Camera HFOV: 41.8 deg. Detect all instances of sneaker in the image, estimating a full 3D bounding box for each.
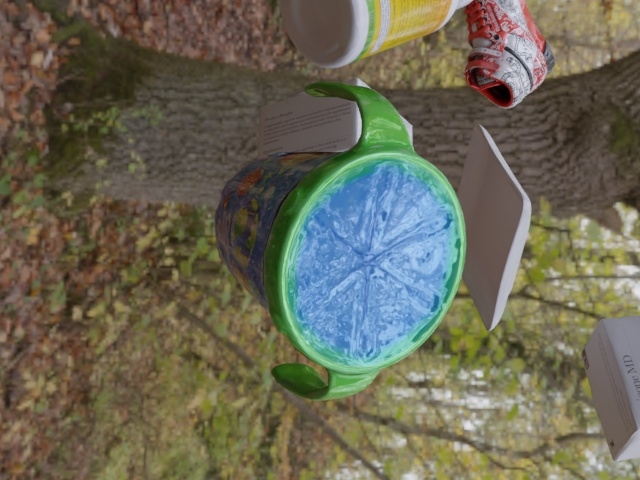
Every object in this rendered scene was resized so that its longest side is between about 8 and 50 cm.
[{"bbox_3d":[0.284,-0.355,1.423,0.270,0.145,0.090,52,-25,-17],"label":"sneaker"}]

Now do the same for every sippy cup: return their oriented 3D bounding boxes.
[{"bbox_3d":[0.000,0.000,0.919,0.305,0.240,0.224,-54,-146,-10],"label":"sippy cup"}]

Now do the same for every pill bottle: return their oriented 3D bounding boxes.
[{"bbox_3d":[0.083,-0.306,1.019,0.136,0.245,0.136,31,-45,37],"label":"pill bottle"}]

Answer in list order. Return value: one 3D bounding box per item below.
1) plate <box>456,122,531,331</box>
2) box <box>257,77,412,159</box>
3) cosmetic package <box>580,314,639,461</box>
[{"bbox_3d":[0.304,-0.027,1.493,0.277,0.045,0.278,-102,-165,-54],"label":"plate"},{"bbox_3d":[0.025,-0.141,1.287,0.182,0.181,0.119,28,58,-52],"label":"box"},{"bbox_3d":[0.679,0.241,1.461,0.156,0.385,0.217,93,-10,-57],"label":"cosmetic package"}]
